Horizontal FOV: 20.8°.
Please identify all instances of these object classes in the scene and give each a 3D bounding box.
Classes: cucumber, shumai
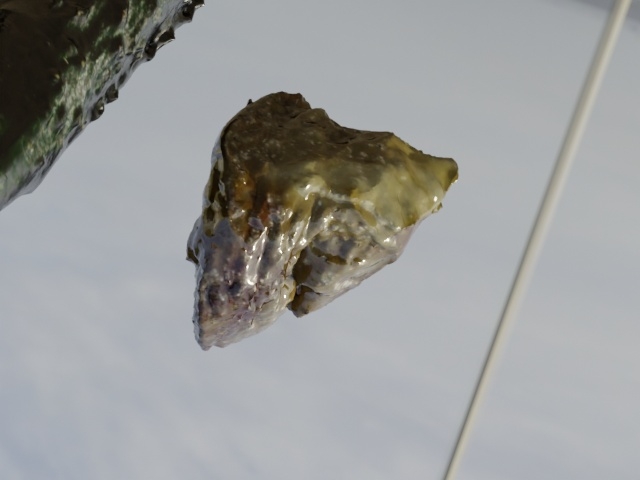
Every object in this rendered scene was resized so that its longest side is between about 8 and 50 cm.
[{"bbox_3d":[-0.109,-0.083,0.712,0.081,0.072,0.303,-13,-156,28],"label":"cucumber"},{"bbox_3d":[-0.011,-0.002,0.797,0.105,0.123,0.139,22,-169,35],"label":"shumai"}]
